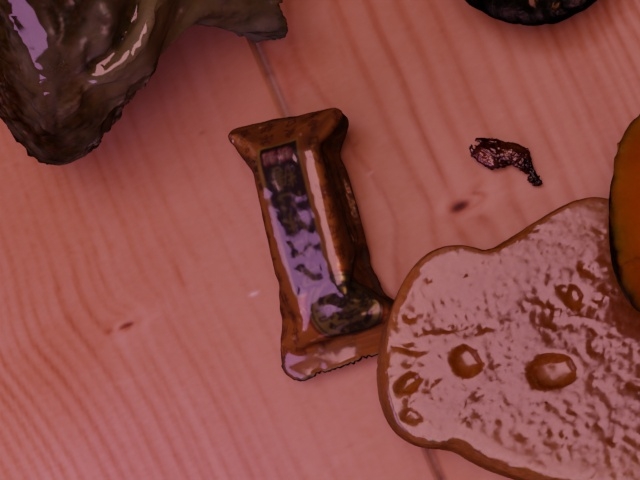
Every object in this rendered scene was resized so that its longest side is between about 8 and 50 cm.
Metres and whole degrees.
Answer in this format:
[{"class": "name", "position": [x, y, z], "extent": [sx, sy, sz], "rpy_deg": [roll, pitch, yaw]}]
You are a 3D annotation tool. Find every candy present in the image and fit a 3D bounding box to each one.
[{"class": "candy", "position": [0.000, 0.000, 1.632], "extent": [0.143, 0.101, 0.271], "rpy_deg": [-14, 85, 18]}]

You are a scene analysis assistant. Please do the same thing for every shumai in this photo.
[{"class": "shumai", "position": [-0.221, -0.306, 1.622], "extent": [0.348, 0.395, 0.395], "rpy_deg": [-30, 76, -14]}]

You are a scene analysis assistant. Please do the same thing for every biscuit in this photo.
[{"class": "biscuit", "position": [0.233, 0.097, 1.566], "extent": [0.343, 0.057, 0.287], "rpy_deg": [10, 79, 7]}]

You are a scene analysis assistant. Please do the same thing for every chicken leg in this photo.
[{"class": "chicken leg", "position": [0.192, -0.084, 1.629], "extent": [0.083, 0.021, 0.036], "rpy_deg": [22, 79, 12]}]

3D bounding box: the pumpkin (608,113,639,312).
[{"class": "pumpkin", "position": [0.370, -0.040, 1.532], "extent": [0.312, 0.148, 0.169], "rpy_deg": [-28, 39, -15]}]

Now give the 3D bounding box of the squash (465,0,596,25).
[{"class": "squash", "position": [0.207, -0.307, 1.586], "extent": [0.193, 0.156, 0.193], "rpy_deg": [-7, 79, 39]}]
